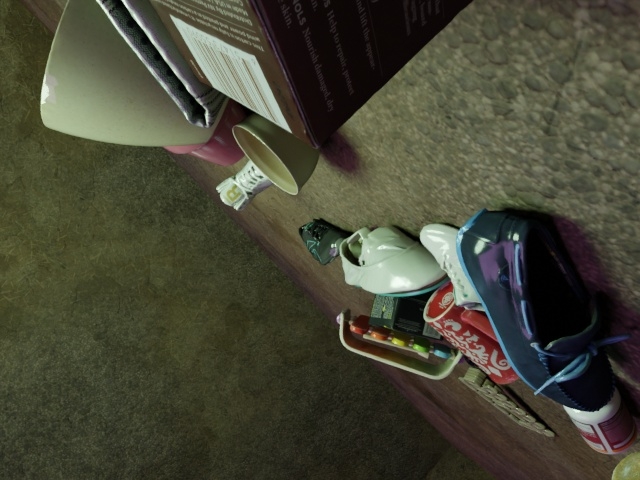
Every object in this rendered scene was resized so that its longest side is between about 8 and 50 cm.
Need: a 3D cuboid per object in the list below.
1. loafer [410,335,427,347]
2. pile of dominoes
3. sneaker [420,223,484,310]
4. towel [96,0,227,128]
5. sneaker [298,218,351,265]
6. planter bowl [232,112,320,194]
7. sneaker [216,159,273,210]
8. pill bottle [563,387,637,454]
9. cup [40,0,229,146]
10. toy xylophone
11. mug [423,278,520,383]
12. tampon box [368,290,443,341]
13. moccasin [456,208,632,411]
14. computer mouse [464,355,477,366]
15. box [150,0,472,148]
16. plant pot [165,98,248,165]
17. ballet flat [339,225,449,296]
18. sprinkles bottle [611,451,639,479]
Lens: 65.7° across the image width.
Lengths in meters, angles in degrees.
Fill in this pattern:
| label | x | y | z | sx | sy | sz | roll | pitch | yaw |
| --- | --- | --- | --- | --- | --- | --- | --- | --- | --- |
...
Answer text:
| label | x | y | z | sx | sy | sz | roll | pitch | yaw |
| --- | --- | --- | --- | --- | --- | --- | --- | --- | --- |
| loafer | 0.249 | 0.236 | 1.380 | 0.078 | 0.080 | 0.220 | 17 | 157 | 45 |
| pile of dominoes | 0.503 | 0.431 | 1.327 | 0.251 | 0.040 | 0.196 | 37 | 168 | -5 |
| sneaker | 0.228 | 0.057 | 0.771 | 0.212 | 0.094 | 0.080 | 38 | 168 | 26 |
| towel | -0.167 | -0.321 | 0.500 | 0.056 | 0.312 | 0.324 | -19 | 128 | 25 |
| sneaker | 0.000 | 0.000 | 1.311 | 0.106 | 0.101 | 0.267 | 48 | 167 | -8 |
| planter bowl | -0.062 | -0.177 | 0.889 | 0.162 | 0.109 | 0.162 | 42 | 168 | 11 |
| sneaker | -0.161 | -0.143 | 1.194 | 0.108 | 0.169 | 0.292 | 48 | 166 | -7 |
| pill bottle | 0.446 | 0.272 | 0.802 | 0.152 | 0.086 | 0.086 | 51 | 166 | -28 |
| cup | -0.264 | -0.288 | 0.817 | 0.237 | 0.330 | 0.331 | 22 | 175 | -19 |
| toy xylophone | 0.192 | 0.256 | 1.253 | 0.323 | 0.081 | 0.236 | 16 | -177 | 4 |
| mug | 0.277 | 0.142 | 0.826 | 0.169 | 0.113 | 0.150 | 38 | 147 | -8 |
| tampon box | 0.194 | 0.156 | 1.098 | 0.121 | 0.101 | 0.161 | 16 | 171 | -9 |
| moccasin | 0.296 | 0.110 | 0.637 | 0.342 | 0.137 | 0.117 | 47 | 163 | -18 |
| computer mouse | 0.363 | 0.273 | 1.185 | 0.071 | 0.041 | 0.242 | 37 | 167 | 26 |
| box | -0.013 | -0.216 | 0.371 | 0.169 | 0.203 | 0.167 | 35 | 165 | 33 |
| plant pot | -0.245 | -0.256 | 1.069 | 0.201 | 0.201 | 0.180 | 36 | 180 | 34 |
| ballet flat | 0.119 | 0.034 | 1.016 | 0.139 | 0.139 | 0.400 | 46 | 169 | -8 |
| sprinkles bottle | 0.662 | 0.528 | 0.876 | 0.355 | 0.121 | 0.121 | 47 | 168 | -14 |
